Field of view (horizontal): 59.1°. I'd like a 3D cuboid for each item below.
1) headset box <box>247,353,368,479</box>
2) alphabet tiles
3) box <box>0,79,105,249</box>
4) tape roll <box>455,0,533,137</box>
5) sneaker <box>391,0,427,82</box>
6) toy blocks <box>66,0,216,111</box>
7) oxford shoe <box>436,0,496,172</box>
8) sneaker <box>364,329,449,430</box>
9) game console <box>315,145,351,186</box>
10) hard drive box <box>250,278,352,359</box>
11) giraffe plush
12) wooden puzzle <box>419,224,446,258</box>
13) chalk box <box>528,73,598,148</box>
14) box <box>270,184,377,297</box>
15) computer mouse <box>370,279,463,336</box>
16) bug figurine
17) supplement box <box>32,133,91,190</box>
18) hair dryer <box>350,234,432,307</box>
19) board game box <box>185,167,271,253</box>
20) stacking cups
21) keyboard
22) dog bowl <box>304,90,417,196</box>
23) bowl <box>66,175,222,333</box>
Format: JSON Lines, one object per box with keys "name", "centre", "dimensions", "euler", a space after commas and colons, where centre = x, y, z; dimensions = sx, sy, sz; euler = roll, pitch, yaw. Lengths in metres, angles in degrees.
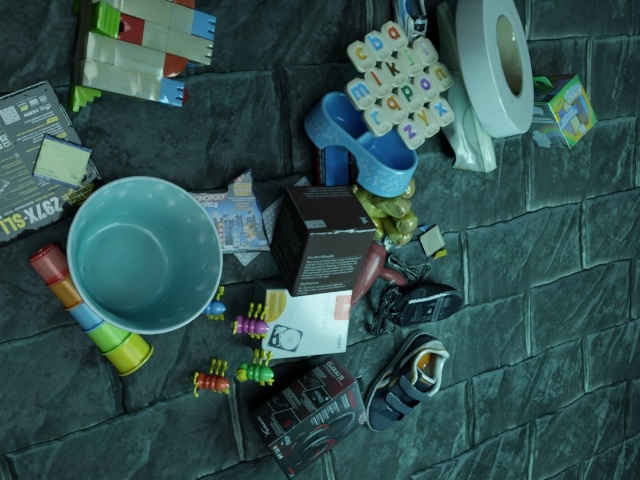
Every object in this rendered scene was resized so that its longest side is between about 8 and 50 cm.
{"name": "headset box", "centre": [-0.011, 0.442, 1.441], "dimensions": [0.293, 0.110, 0.218], "euler": [-32, 138, -17]}
{"name": "alphabet tiles", "centre": [0.188, -0.362, 1.317], "dimensions": [0.284, 0.021, 0.277], "euler": [-38, 98, -25]}
{"name": "box", "centre": [-0.612, -0.128, 1.083], "dimensions": [0.322, 0.079, 0.257], "euler": [-29, 115, -17]}
{"name": "tape roll", "centre": [0.443, -0.449, 1.410], "dimensions": [0.392, 0.072, 0.391], "euler": [14, 73, -53]}
{"name": "sneaker", "centre": [0.225, -0.507, 1.397], "dimensions": [0.085, 0.086, 0.237], "euler": [-15, 109, -24]}
{"name": "toy blocks", "centre": [-0.330, -0.420, 1.115], "dimensions": [0.261, 0.191, 0.381], "euler": [5, 98, -38]}
{"name": "oxford shoe", "centre": [0.349, -0.379, 1.460], "dimensions": [0.130, 0.169, 0.448], "euler": [-11, 110, 22]}
{"name": "sneaker", "centre": [0.240, 0.410, 1.588], "dimensions": [0.126, 0.127, 0.321], "euler": [32, 88, -29]}
{"name": "game console", "centre": [0.034, -0.182, 1.380], "dimensions": [0.085, 0.124, 0.143], "euler": [-3, 104, 2]}
{"name": "hard drive box", "centre": [-0.049, 0.191, 1.419], "dimensions": [0.232, 0.089, 0.180], "euler": [-1, 103, -26]}
{"name": "giraffe plush", "centre": [0.168, -0.114, 1.424], "dimensions": [0.170, 0.210, 0.181], "euler": [-54, 164, -32]}
{"name": "wooden puzzle", "centre": [0.315, 0.002, 1.595], "dimensions": [0.079, 0.014, 0.116], "euler": [-28, 112, -22]}
{"name": "chalk box", "centre": [0.662, -0.385, 1.607], "dimensions": [0.132, 0.132, 0.213], "euler": [-43, 117, -11]}
{"name": "box", "centre": [0.000, 0.000, 1.312], "dimensions": [0.169, 0.167, 0.203], "euler": [-4, 133, -25]}
{"name": "computer mouse", "centre": [0.267, 0.169, 1.567], "dimensions": [0.273, 0.072, 0.188], "euler": [-4, 129, -21]}
{"name": "bug figurine", "centre": [-0.215, 0.247, 1.318], "dimensions": [0.217, 0.072, 0.278], "euler": [1, 102, 13]}
{"name": "supplement box", "centre": [-0.488, -0.148, 1.064], "dimensions": [0.083, 0.056, 0.083], "euler": [17, 93, -28]}
{"name": "hair dryer", "centre": [0.175, 0.086, 1.508], "dimensions": [0.294, 0.080, 0.223], "euler": [-30, 113, -17]}
{"name": "board game box", "centre": [-0.213, -0.068, 1.295], "dimensions": [0.194, 0.060, 0.193], "euler": [-2, 99, -20]}
{"name": "stacking cups", "centre": [-0.491, 0.149, 1.194], "dimensions": [0.096, 0.096, 0.316], "euler": [-40, 114, -13]}
{"name": "keyboard", "centre": [-0.112, -0.048, 1.377], "dimensions": [0.256, 0.014, 0.072], "euler": [-42, 116, -12]}
{"name": "dog bowl", "centre": [0.100, -0.232, 1.311], "dimensions": [0.297, 0.074, 0.166], "euler": [42, 49, 7]}
{"name": "bowl", "centre": [-0.375, 0.039, 1.154], "dimensions": [0.312, 0.163, 0.311], "euler": [10, 73, -36]}
